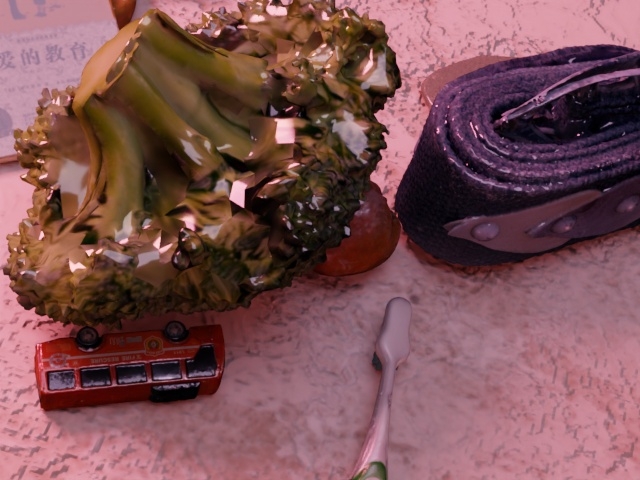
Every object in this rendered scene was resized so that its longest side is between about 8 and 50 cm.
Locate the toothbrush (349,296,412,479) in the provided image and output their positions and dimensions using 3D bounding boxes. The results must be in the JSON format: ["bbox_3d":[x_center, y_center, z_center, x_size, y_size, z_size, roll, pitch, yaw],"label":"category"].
[{"bbox_3d":[0.023,0.161,0.671,0.030,0.030,0.304,14,54,-3],"label":"toothbrush"}]

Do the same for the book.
[{"bbox_3d":[-0.194,-0.139,0.806,0.118,0.012,0.172,-13,78,-22],"label":"book"}]

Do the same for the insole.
[{"bbox_3d":[0.165,-0.116,0.910,0.192,0.010,0.063,-5,58,-17],"label":"insole"}]

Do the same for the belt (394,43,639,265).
[{"bbox_3d":[0.159,-0.068,0.801,0.218,0.128,0.122,-16,60,-24],"label":"belt"}]

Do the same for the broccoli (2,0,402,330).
[{"bbox_3d":[-0.068,-0.049,0.693,0.176,0.226,0.198,16,38,-36],"label":"broccoli"}]

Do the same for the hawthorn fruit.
[{"bbox_3d":[0.000,0.000,0.768,0.103,0.067,0.067,-28,63,2],"label":"hawthorn fruit"}]

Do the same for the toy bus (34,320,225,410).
[{"bbox_3d":[-0.110,0.073,0.700,0.110,0.031,0.043,-4,59,-14],"label":"toy bus"}]

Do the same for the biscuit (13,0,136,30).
[{"bbox_3d":[-0.176,-0.243,0.900,0.202,0.044,0.289,38,54,13],"label":"biscuit"}]
